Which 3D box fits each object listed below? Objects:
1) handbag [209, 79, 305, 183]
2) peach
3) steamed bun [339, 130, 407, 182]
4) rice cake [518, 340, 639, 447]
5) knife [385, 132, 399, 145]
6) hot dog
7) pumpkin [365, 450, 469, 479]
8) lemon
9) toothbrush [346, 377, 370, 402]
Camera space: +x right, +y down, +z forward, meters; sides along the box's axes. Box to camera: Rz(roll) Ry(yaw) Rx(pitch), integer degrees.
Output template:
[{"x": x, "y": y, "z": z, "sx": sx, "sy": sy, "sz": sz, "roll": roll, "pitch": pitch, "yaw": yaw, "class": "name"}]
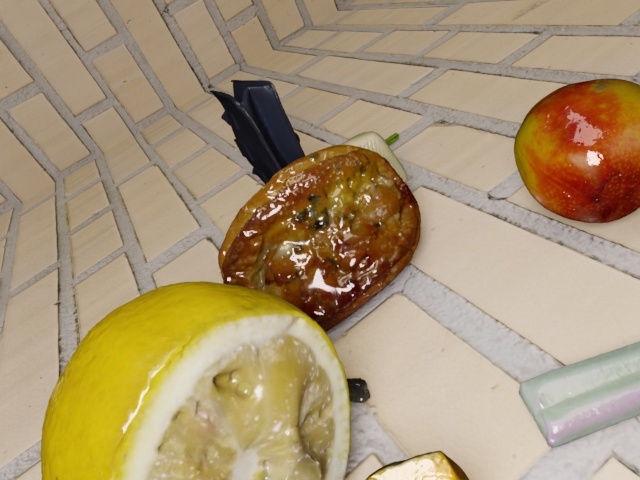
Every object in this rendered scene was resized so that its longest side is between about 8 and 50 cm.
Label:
[{"x": -0.125, "y": -0.231, "z": 1.169, "sx": 0.118, "sy": 0.325, "sz": 0.269, "roll": -35, "pitch": 34, "yaw": -14, "class": "handbag"}, {"x": 0.424, "y": -0.139, "z": 0.755, "sx": 0.231, "sy": 0.231, "sz": 0.231, "roll": -19, "pitch": 35, "yaw": 14, "class": "peach"}, {"x": 0.056, "y": -0.116, "z": 1.044, "sx": 0.239, "sy": 0.170, "sz": 0.153, "roll": -44, "pitch": 18, "yaw": -20, "class": "steamed bun"}, {"x": 0.351, "y": 0.165, "z": 0.557, "sx": 0.222, "sy": 0.042, "sz": 0.080, "roll": -23, "pitch": 32, "yaw": 7, "class": "rice cake"}, {"x": 0.131, "y": -0.227, "z": 1.256, "sx": 0.184, "sy": 0.022, "sz": 0.026, "roll": -35, "pitch": 60, "yaw": -10, "class": "knife"}, {"x": 0.000, "y": 0.000, "z": 0.857, "sx": 0.388, "sy": 0.267, "sz": 0.174, "roll": -38, "pitch": -3, "yaw": -8, "class": "hot dog"}, {"x": 0.137, "y": 0.324, "z": 0.440, "sx": 0.131, "sy": 0.126, "sz": 0.248, "roll": -29, "pitch": 51, "yaw": -1, "class": "pumpkin"}, {"x": -0.164, "y": 0.218, "z": 0.597, "sx": 0.364, "sy": 0.364, "sz": 0.364, "roll": -19, "pitch": 35, "yaw": 14, "class": "lemon"}, {"x": -0.051, "y": 0.220, "z": 0.785, "sx": 0.297, "sy": 0.030, "sz": 0.030, "roll": -1, "pitch": 16, "yaw": 37, "class": "toothbrush"}]
